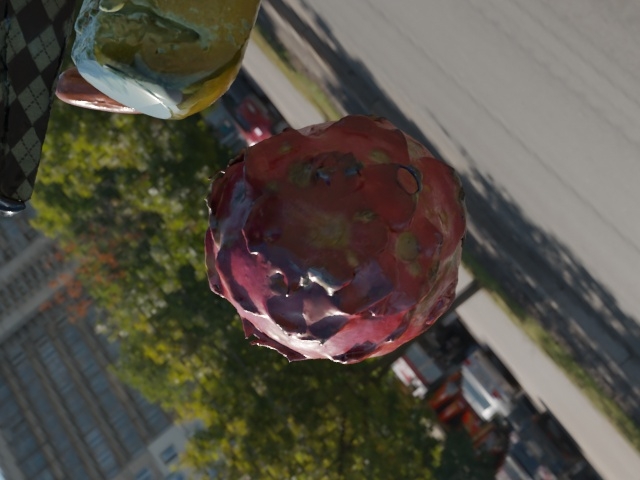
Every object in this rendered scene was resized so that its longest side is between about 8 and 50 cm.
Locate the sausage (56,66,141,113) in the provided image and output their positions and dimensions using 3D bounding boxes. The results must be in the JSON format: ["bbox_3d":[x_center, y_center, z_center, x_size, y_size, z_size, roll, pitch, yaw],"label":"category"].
[{"bbox_3d":[-0.362,-0.257,1.755,0.194,0.077,0.077,8,169,12],"label":"sausage"}]

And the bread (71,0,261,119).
[{"bbox_3d":[-0.257,-0.325,1.571,0.239,0.264,0.395,21,173,-20],"label":"bread"}]

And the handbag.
[{"bbox_3d":[-0.489,-0.208,1.242,0.416,0.317,0.180,11,-173,34],"label":"handbag"}]

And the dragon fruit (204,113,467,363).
[{"bbox_3d":[0.000,0.000,1.412,0.386,0.371,0.249,32,-168,12],"label":"dragon fruit"}]
